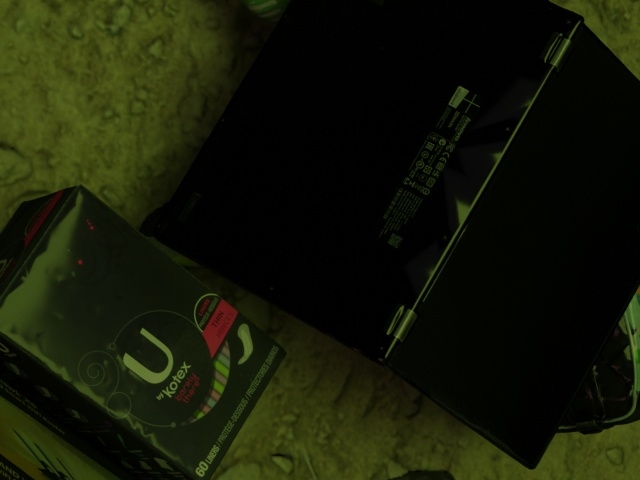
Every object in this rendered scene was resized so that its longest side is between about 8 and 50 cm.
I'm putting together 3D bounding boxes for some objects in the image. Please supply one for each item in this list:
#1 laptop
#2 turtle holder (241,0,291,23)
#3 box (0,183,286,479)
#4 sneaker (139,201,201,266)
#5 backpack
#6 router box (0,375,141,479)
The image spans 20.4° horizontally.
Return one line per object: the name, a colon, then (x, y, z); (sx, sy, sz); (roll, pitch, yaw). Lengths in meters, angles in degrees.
laptop: (0.122, -0.047, 1.768); (0.408, 0.236, 0.382); (28, 82, 14)
turtle holder: (-0.033, -0.387, 1.791); (0.227, 0.243, 0.320); (-21, 76, -45)
box: (-0.198, 0.095, 1.703); (0.270, 0.143, 0.165); (39, 67, -21)
sneaker: (0.000, 0.000, 1.833); (0.385, 0.145, 0.147); (-7, 94, -27)
backpack: (0.269, 0.075, 1.939); (0.191, 0.225, 0.253); (-11, 89, -53)
router box: (-0.230, 0.255, 1.608); (0.309, 0.243, 0.081); (40, 96, -22)
